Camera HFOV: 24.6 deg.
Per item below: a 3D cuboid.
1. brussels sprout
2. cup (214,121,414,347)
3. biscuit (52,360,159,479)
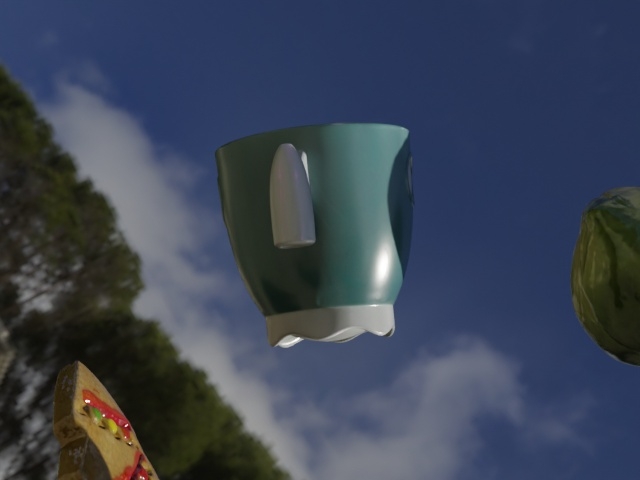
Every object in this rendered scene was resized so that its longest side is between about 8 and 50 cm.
[{"bbox_3d":[0.278,0.033,1.265,0.117,0.155,0.155,3,-59,-4],"label":"brussels sprout"},{"bbox_3d":[0.000,0.000,1.239,0.167,0.299,0.173,-6,-95,9],"label":"cup"},{"bbox_3d":[-0.161,0.206,1.195,0.041,0.212,0.239,-24,-108,11],"label":"biscuit"}]
